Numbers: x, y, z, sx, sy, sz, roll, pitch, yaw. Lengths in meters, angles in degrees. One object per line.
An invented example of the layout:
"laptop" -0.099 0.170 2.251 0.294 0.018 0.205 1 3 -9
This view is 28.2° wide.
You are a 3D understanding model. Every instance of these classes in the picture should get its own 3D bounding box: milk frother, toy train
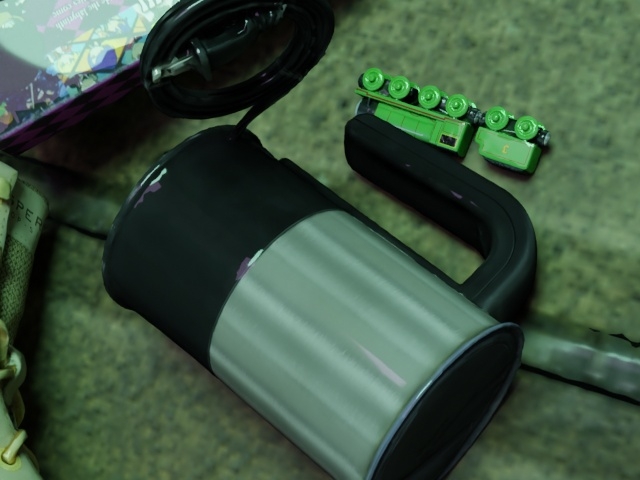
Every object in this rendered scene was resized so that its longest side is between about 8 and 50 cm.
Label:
"milk frother" 0.000 0.000 0.435 0.135 0.143 0.129 36 85 26
"toy train" 0.049 -0.046 0.499 0.083 0.017 0.023 21 93 25

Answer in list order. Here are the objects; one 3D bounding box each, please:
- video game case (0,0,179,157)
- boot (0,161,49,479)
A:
"video game case" -0.079 -0.180 0.519 0.232 0.042 0.210 -30 85 -1
"boot" -0.120 0.068 0.482 0.262 0.095 0.203 9 57 1
